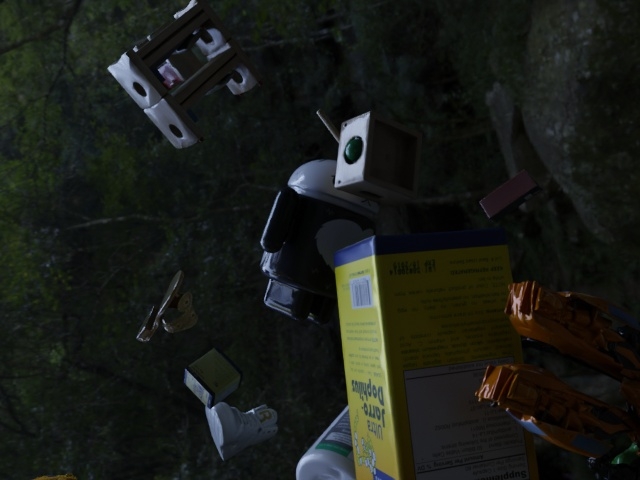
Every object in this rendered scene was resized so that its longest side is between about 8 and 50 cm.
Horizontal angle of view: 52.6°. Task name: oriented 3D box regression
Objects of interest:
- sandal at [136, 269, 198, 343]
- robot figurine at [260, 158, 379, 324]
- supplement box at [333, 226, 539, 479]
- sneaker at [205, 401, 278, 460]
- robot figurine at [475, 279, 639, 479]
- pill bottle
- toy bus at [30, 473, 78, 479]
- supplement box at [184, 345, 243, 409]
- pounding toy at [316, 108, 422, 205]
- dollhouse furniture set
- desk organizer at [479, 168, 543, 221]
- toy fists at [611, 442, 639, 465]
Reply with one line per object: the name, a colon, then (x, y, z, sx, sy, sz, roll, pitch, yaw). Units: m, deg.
sandal: (-0.272, 0.138, 1.229, 0.079, 0.240, 0.088, 29, -133, -16)
robot figurine: (0.000, 0.000, 1.112, 0.209, 0.173, 0.278, 35, -107, -86)
supplement box: (0.151, 0.173, 0.914, 0.195, 0.194, 0.356, 152, 114, -73)
sneaker: (-0.193, 0.453, 1.644, 0.108, 0.169, 0.292, 59, 160, 26)
robot figurine: (0.331, 0.170, 0.748, 0.291, 0.085, 0.211, 24, -105, -12)
pill bottle: (0.128, 0.425, 1.372, 0.361, 0.204, 0.204, -37, -66, -46)
toy bus: (-0.470, 0.488, 1.138, 0.211, 0.149, 0.220, -130, 39, -70)
supplement box: (-0.217, 0.277, 1.310, 0.083, 0.083, 0.056, -34, -26, -37)
pounding toy: (0.071, -0.135, 1.010, 0.141, 0.100, 0.130, 15, -105, -34)
dollhouse furniture set: (-0.193, -0.198, 0.834, 0.129, 0.184, 0.129, 51, -119, -22)
desk organizer: (0.434, -0.102, 1.479, 0.047, 0.130, 0.050, 13, -135, -53)
toy fists: (0.523, 0.317, 0.907, 0.096, 0.279, 0.142, -114, 7, -53)
